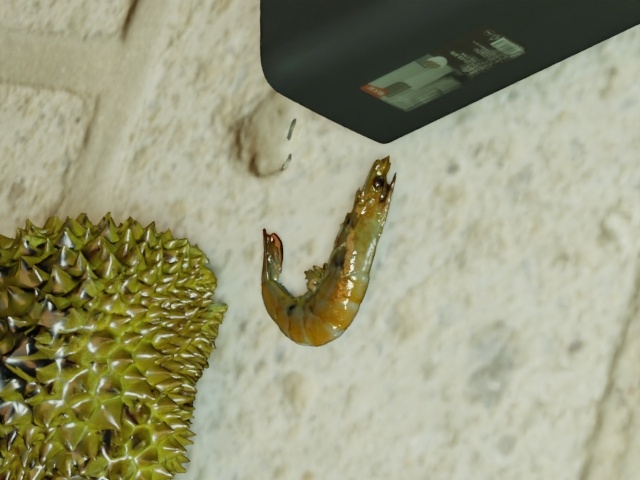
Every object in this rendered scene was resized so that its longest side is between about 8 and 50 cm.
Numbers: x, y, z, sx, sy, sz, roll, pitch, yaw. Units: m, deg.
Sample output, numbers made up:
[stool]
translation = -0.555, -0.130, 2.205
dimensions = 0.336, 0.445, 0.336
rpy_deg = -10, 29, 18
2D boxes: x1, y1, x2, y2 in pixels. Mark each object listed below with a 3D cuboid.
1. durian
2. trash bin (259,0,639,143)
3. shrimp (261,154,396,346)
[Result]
[durian]
translation = -0.161, 0.093, 0.764
dimensions = 0.193, 0.138, 0.237
rpy_deg = -3, 73, 36
[trash bin]
translation = 0.088, -0.169, 0.676
dimensions = 0.226, 0.115, 0.165
rpy_deg = -19, 63, 35
[shrimp]
translation = 0.000, 0.000, 0.751
dimensions = 0.083, 0.023, 0.114
rpy_deg = 24, 93, 43
